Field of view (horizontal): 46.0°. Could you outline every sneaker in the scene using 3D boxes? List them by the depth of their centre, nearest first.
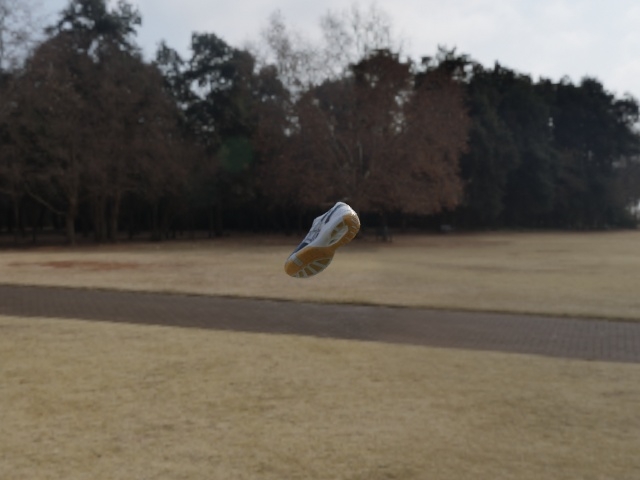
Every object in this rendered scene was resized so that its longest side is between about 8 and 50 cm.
[{"bbox_3d":[0.000,0.000,0.682,0.032,0.083,0.037,42,14,-34],"label":"sneaker"}]
